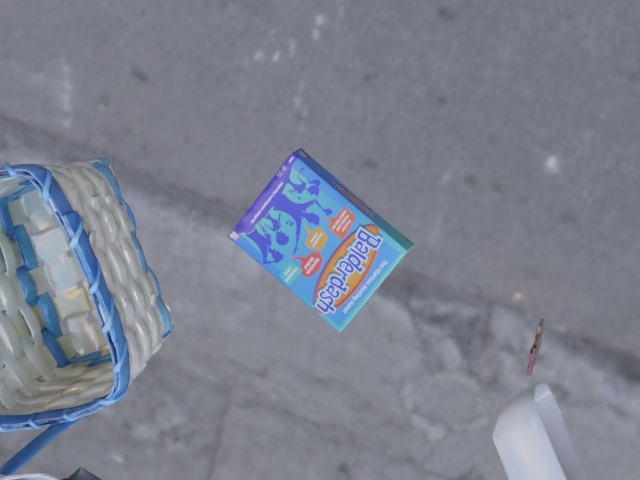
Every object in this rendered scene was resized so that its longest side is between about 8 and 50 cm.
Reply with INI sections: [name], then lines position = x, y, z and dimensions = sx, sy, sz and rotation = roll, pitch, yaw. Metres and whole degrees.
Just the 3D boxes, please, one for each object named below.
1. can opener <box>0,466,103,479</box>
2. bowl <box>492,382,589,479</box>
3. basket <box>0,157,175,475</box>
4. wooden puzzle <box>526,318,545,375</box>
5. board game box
[can opener]
position = -0.100, 0.223, 0.888
dimensions = 0.076, 0.095, 0.283
rotation = -26, 130, 28
[bowl]
position = 0.199, 0.201, 1.334
dimensions = 0.053, 0.142, 0.142
rotation = -24, 82, 14
[basket]
position = -0.269, 0.060, 1.282
dimensions = 0.201, 0.289, 0.255
rotation = -18, 94, 25
[wooden puzzle]
position = 0.253, 0.125, 1.762
dimensions = 0.006, 0.049, 0.083
rotation = 15, 136, 13
[board game box]
position = 0.000, 0.000, 2.085
dimensions = 0.210, 0.047, 0.160
rotation = 40, 110, 5
